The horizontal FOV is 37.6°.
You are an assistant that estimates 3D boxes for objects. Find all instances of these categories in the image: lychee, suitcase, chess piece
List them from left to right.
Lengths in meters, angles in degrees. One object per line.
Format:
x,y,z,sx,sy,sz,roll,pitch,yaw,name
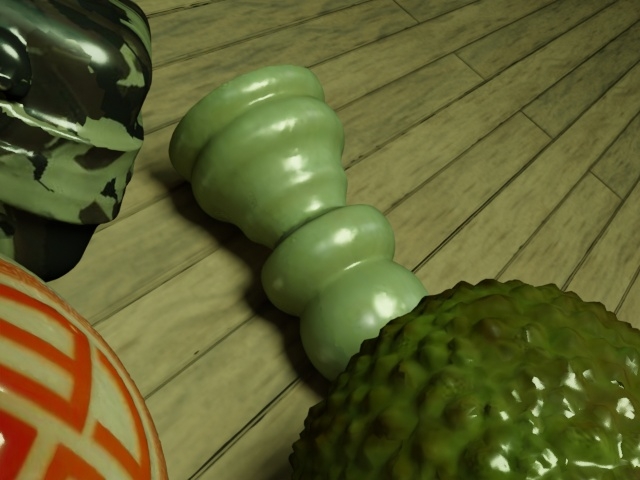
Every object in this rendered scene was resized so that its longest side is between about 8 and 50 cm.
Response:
-0.271,-0.108,0.530,0.351,0.194,0.339,23,14,-19,suitcase
0.000,0.000,0.743,0.144,0.144,0.251,-10,61,-47,chess piece
0.112,0.154,0.548,0.270,0.270,0.320,6,10,-37,lychee

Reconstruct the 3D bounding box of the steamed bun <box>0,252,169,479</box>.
-0.167,0.109,0.363,0.283,0.177,0.283,42,28,-29,steamed bun
